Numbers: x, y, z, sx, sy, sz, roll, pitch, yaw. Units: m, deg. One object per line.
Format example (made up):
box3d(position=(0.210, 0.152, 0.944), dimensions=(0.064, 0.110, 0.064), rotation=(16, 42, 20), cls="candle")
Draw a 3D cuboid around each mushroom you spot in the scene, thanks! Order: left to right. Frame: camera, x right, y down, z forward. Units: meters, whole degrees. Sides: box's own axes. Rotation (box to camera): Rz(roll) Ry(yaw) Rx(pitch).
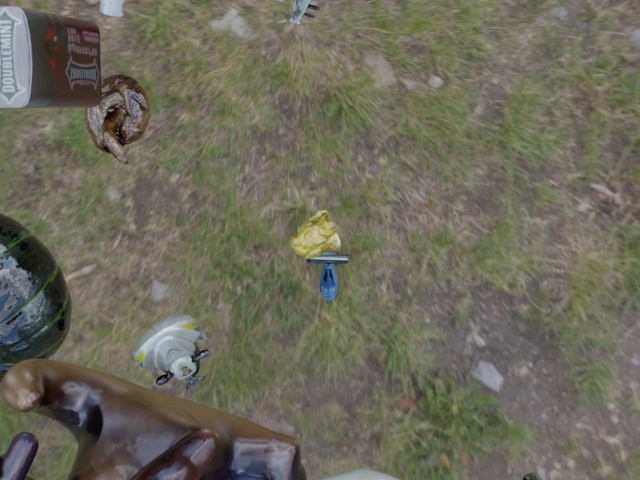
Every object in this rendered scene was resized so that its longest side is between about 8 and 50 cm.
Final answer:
box3d(position=(-0.347, -0.205, 1.773), dimensions=(0.135, 0.171, 0.080), rotation=(-31, 144, 34), cls="mushroom")

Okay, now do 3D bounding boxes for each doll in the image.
box3d(position=(-0.181, 0.262, 0.790), dimensions=(0.317, 0.209, 0.340), rotation=(31, 87, -23), cls="doll")

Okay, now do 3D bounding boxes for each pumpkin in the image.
box3d(position=(-0.591, 0.093, 1.808), dimensions=(0.323, 0.241, 0.323), rotation=(21, 135, 22), cls="pumpkin")

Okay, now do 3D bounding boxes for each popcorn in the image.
box3d(position=(0.000, 0.000, 1.603), dimensions=(0.084, 0.084, 0.084), rotation=(0, 102, -1), cls="popcorn")

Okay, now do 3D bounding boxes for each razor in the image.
box3d(position=(0.016, 0.065, 1.993), dimensions=(0.081, 0.253, 0.042), rotation=(0, 69, 1), cls="razor")

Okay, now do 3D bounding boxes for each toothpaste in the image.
box3d(position=(-0.362, -0.502, 1.850), dimensions=(0.071, 0.045, 0.194), rotation=(31, 121, 31), cls="toothpaste")

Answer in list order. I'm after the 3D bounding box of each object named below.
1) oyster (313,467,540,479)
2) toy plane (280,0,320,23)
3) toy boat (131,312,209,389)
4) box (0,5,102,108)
box3d(position=(0.009, 0.151, 0.493), dimensions=(0.222, 0.214, 0.083), rotation=(5, 76, -10), cls="oyster")
box3d(position=(-0.018, -0.469, 1.880), dimensions=(0.234, 0.082, 0.160), rotation=(23, 119, 39), cls="toy plane")
box3d(position=(-0.269, 0.206, 1.886), dimensions=(0.140, 0.269, 0.141), rotation=(0, 88, -8), cls="toy boat")
box3d(position=(-0.340, -0.221, 1.264), dimensions=(0.069, 0.224, 0.120), rotation=(1, 96, 9), cls="box")
